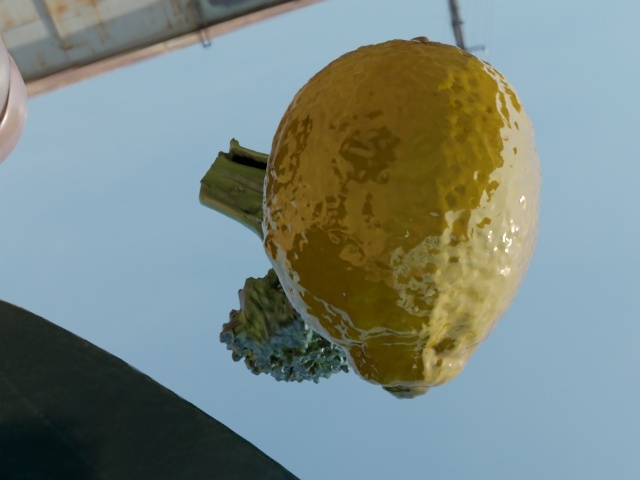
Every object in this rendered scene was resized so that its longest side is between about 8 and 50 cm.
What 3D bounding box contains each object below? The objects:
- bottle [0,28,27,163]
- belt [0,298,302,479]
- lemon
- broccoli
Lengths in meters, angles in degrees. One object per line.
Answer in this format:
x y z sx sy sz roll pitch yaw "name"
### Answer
-0.338 -0.149 0.682 0.206 0.297 0.173 30 -98 8 "bottle"
-0.086 0.209 0.394 0.436 0.300 0.173 38 -131 10 "belt"
0.040 -0.014 0.465 0.142 0.187 0.142 2 174 0 "lemon"
0.017 0.016 1.043 0.302 0.249 0.375 6 -132 38 "broccoli"
